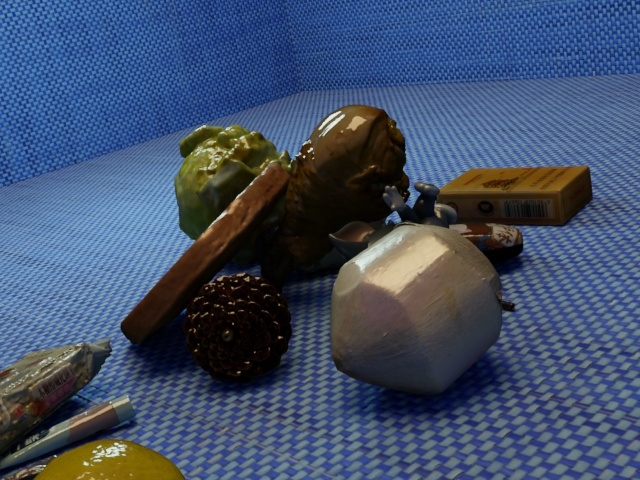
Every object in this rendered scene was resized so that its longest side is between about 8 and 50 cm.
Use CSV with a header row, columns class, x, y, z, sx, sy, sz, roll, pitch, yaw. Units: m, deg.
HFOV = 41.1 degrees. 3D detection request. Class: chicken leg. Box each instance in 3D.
class,x,y,z,sx,sy,sz,roll,pitch,yaw
chicken leg,0.037,-0.056,1.503,0.182,0.409,0.295,45,27,22

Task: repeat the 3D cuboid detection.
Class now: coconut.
class,x,y,z,sx,sy,sz,roll,pitch,yaw
coconut,0.114,0.098,1.126,0.234,0.224,0.224,-47,27,-12

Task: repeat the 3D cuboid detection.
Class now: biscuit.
class,x,y,z,sx,sy,sz,roll,pitch,yaw
biscuit,-0.448,0.237,1.234,0.186,0.079,0.309,-17,11,31
biscuit,-0.192,0.021,1.480,0.350,0.078,0.455,-48,3,42

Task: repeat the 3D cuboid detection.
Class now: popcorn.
class,x,y,z,sx,sy,sz,roll,pitch,yaw
popcorn,-0.177,-0.104,1.853,0.312,0.312,0.312,-10,17,3

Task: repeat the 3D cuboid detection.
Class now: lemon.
class,x,y,z,sx,sy,sz,roll,pitch,yaw
lemon,-0.201,0.279,0.806,0.178,0.179,0.203,-20,7,-25

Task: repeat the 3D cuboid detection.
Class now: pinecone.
class,x,y,z,sx,sy,sz,roll,pitch,yaw
pinecone,-0.120,0.126,1.291,0.162,0.163,0.165,-10,4,3

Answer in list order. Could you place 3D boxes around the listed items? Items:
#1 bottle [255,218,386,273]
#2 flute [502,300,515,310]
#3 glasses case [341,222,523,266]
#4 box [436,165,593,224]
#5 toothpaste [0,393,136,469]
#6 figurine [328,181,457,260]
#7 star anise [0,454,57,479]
class,x,y,z,sx,sy,sz,roll,pitch,yaw
bottle,0.000,0.000,1.656,0.253,0.121,0.120,-13,17,-2
flute,0.212,0.089,1.412,0.014,0.014,0.269,-24,21,-36
glasses case,0.197,0.019,1.515,0.320,0.082,0.122,-7,6,4
box,0.401,-0.095,1.770,0.274,0.076,0.174,2,20,37
toothpaste,-0.358,0.269,1.177,0.205,0.036,0.056,-22,13,-15
figurine,0.133,-0.003,1.364,0.140,0.193,0.265,-25,19,27
star anise,-0.304,0.294,0.967,0.231,0.089,0.209,-8,5,-31
